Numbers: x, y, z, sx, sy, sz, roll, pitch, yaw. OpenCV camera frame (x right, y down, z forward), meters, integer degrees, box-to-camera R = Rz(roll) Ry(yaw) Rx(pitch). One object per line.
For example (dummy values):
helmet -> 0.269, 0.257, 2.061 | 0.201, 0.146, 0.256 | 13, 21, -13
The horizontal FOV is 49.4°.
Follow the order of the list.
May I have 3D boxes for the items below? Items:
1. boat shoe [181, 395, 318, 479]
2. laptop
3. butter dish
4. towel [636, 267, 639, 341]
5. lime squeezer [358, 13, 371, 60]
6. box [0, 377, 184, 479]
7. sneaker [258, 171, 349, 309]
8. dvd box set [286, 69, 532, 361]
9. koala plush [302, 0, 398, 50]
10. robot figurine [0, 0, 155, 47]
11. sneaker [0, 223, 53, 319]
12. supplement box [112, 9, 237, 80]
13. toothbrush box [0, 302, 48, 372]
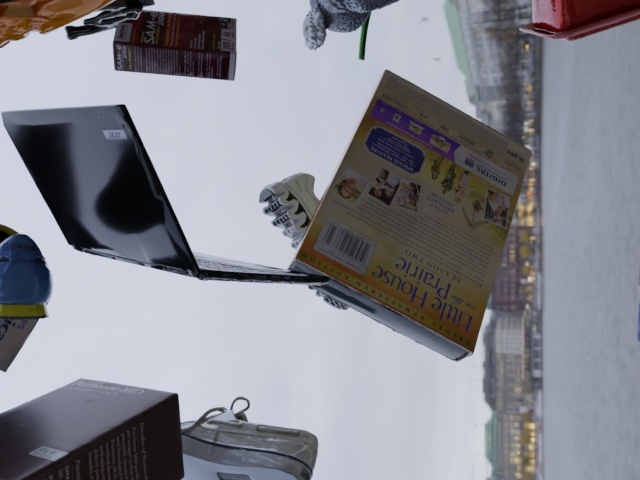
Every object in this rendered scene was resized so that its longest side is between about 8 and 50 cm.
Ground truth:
boat shoe -> -0.174, 0.374, 1.324 | 0.156, 0.367, 0.136 | -64, -33, -48
laptop -> -0.154, -0.039, 0.703 | 0.264, 0.234, 0.137 | 6, -88, -47
butter dish -> 0.338, -0.330, 0.885 | 0.160, 0.159, 0.118 | -93, -16, -68
towel -> 0.506, 0.011, 0.852 | 0.034, 0.209, 0.285 | -17, -71, -57
lime squeezer -> 0.143, -0.546, 1.498 | 0.310, 0.110, 0.059 | -54, -11, 24
box -> -0.356, 0.300, 0.854 | 0.381, 0.191, 0.143 | -16, -74, -65
sneaker -> 0.000, 0.000, 1.366 | 0.118, 0.110, 0.292 | -34, -79, -32
dvd box set -> 0.162, -0.054, 1.138 | 0.420, 0.307, 0.062 | -66, 6, -30
koala plush -> 0.039, -0.390, 1.047 | 0.196, 0.203, 0.221 | -42, -7, -17
robot figurine -> -0.159, -0.167, 0.368 | 0.085, 0.291, 0.211 | 70, 164, -4
sneaker -> -0.298, 0.025, 0.662 | 0.069, 0.209, 0.082 | 1, -90, -33
supplement box -> -0.291, -0.400, 1.414 | 0.073, 0.239, 0.130 | 103, 166, -48
toothbrush box -> -0.562, 0.055, 0.988 | 0.295, 0.216, 0.126 | 34, -104, -26
